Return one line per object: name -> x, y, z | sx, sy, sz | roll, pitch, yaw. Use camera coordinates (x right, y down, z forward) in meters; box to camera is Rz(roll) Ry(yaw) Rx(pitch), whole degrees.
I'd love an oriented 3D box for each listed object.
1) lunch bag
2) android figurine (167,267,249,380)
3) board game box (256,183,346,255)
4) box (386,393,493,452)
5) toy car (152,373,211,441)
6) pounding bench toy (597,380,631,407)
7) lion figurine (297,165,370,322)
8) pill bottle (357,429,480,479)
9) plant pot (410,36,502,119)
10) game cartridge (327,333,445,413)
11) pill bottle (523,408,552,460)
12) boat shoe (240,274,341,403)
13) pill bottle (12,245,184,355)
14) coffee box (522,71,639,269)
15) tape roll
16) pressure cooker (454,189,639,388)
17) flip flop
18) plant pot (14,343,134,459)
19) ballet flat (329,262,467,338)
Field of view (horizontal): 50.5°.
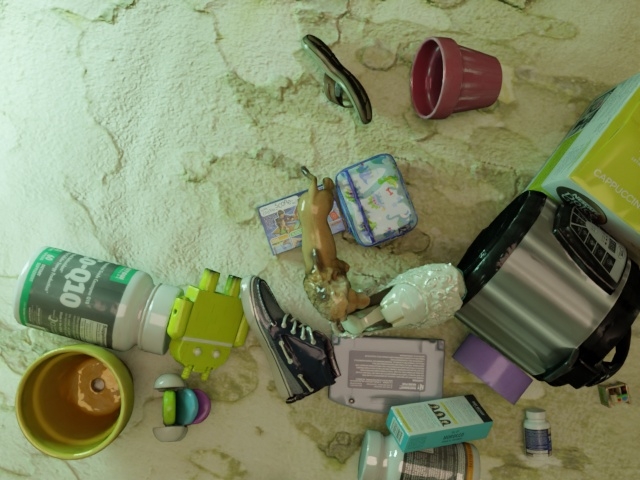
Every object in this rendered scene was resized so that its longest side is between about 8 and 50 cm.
lunch bag -> 0.139, -0.098, 1.741 | 0.176, 0.090, 0.219 | -19, 88, 1
android figurine -> -0.273, 0.210, 1.668 | 0.056, 0.248, 0.272 | 13, 84, 40
board game box -> -0.050, -0.057, 1.760 | 0.201, 0.035, 0.136 | -19, 89, -2
box -> 0.293, 0.448, 1.670 | 0.244, 0.100, 0.060 | -2, 122, -24
toy car -> -0.337, 0.411, 1.670 | 0.136, 0.182, 0.159 | -1, 73, -6
pounding bench toy -> 0.762, 0.396, 1.738 | 0.065, 0.083, 0.052 | -11, 88, -1
lion figurine -> 0.000, 0.000, 1.617 | 0.142, 0.240, 0.392 | -18, 89, 6
pill bottle -> 0.241, 0.560, 1.682 | 0.279, 0.162, 0.162 | 12, 88, -1
plant pot -> 0.348, -0.404, 1.712 | 0.180, 0.201, 0.201 | -1, 88, -16
game cartridge -> 0.168, 0.343, 1.744 | 0.294, 0.060, 0.196 | 4, 85, -1
pill bottle -> 0.555, 0.496, 1.738 | 0.067, 0.067, 0.120 | -3, 88, -1
boat shoe -> -0.068, 0.227, 1.690 | 0.158, 0.127, 0.340 | -20, 98, 20
pill bottle -> -0.533, 0.153, 1.659 | 0.361, 0.204, 0.204 | 15, 88, -1
coffee box -> 0.759, -0.154, 1.631 | 0.338, 0.334, 0.338 | 39, 88, 0
tape roll -> 0.424, 0.317, 1.680 | 0.189, 0.189, 0.080 | 37, 90, 0
pressure cooker -> 0.547, 0.130, 1.600 | 0.420, 0.375, 0.370 | 39, 85, 4
flip flop -> 0.036, -0.406, 1.747 | 0.080, 0.112, 0.277 | -40, 92, 24
plant pot -> -0.562, 0.368, 1.633 | 0.254, 0.239, 0.253 | 0, 88, -2
ballet flat -> 0.164, 0.166, 1.587 | 0.147, 0.409, 0.147 | 13, 66, -31
